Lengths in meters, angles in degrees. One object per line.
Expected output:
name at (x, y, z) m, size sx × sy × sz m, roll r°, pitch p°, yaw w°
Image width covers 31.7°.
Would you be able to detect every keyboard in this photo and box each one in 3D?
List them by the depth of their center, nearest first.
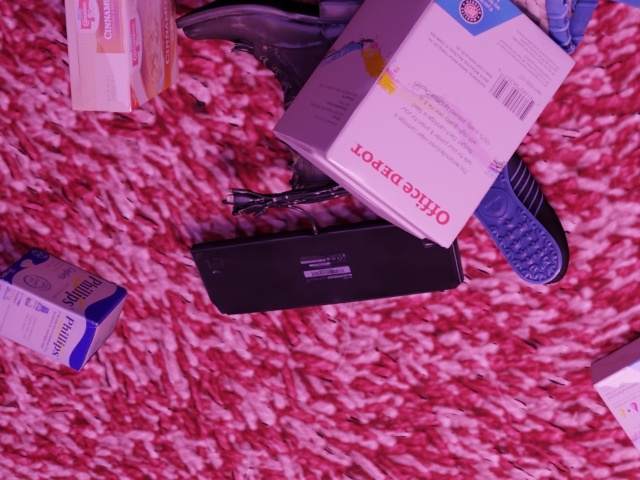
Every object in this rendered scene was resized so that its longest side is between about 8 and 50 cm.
keyboard at (0.000, 0.000, 1.329) m, size 0.317 × 0.033 × 0.202 m, roll -7°, pitch 132°, yaw 11°

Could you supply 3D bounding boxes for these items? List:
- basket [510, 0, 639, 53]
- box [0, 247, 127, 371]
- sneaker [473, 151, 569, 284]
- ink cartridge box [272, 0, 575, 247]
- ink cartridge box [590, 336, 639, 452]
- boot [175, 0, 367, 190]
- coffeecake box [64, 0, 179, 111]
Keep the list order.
basket at (0.273, -0.292, 1.089) m, size 0.289 × 0.255 × 0.201 m, roll 25°, pitch 86°, yaw 15°
box at (-0.324, 0.082, 1.383) m, size 0.137 × 0.126 × 0.072 m, roll 25°, pitch 108°, yaw 0°
sneaker at (0.208, -0.052, 1.284) m, size 0.081 × 0.090 × 0.232 m, roll -30°, pitch 80°, yaw 18°
ink cartridge box at (0.100, -0.145, 1.155) m, size 0.171 × 0.168 × 0.233 m, roll 36°, pitch 88°, yaw -25°
ink cartridge box at (0.414, 0.205, 1.336) m, size 0.104 × 0.061 × 0.181 m, roll -33°, pitch 100°, yaw 18°
boot at (-0.030, -0.163, 1.278) m, size 0.262 × 0.091 × 0.229 m, roll 1°, pitch 113°, yaw 13°
coffeecake box at (-0.213, -0.228, 1.232) m, size 0.068 × 0.185 × 0.142 m, roll 3°, pitch 108°, yaw 8°
